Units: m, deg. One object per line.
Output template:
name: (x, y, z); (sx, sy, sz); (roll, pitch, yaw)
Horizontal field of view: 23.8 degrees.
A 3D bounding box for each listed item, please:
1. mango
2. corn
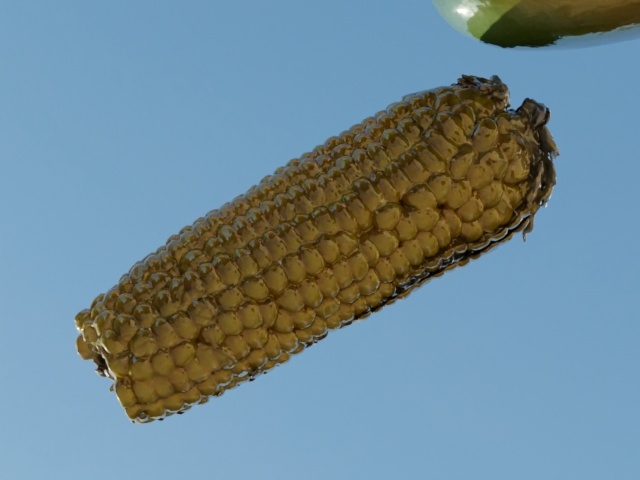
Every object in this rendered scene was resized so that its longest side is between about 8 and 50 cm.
mango: (0.188, -0.175, 0.873); (0.251, 0.156, 0.114); (-10, -71, -2)
corn: (0.000, 0.000, 0.913); (0.318, 0.115, 0.115); (-29, -63, -10)
